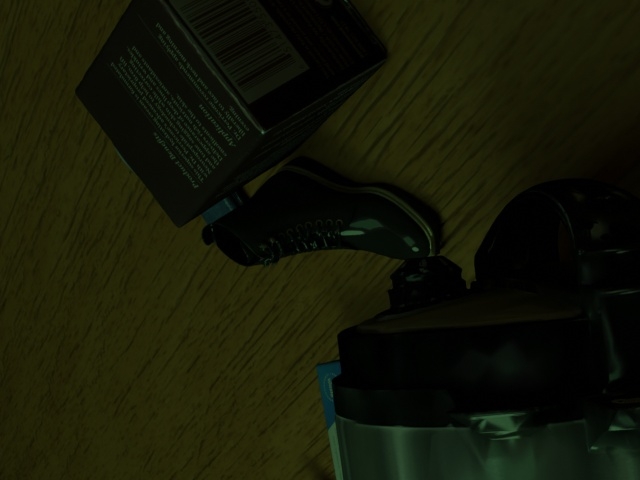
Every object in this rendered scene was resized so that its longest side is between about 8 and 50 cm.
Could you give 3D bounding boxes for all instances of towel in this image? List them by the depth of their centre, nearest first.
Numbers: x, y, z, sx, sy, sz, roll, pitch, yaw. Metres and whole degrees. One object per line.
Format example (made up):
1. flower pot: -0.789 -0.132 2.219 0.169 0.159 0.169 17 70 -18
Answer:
1. towel: -0.120 -0.057 1.416 0.119 0.029 0.067 54 144 -1

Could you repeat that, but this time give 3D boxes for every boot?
1. boot: 0.000 0.000 1.237 0.198 0.137 0.077 19 131 37

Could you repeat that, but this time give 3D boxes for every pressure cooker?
1. pressure cooker: 0.195 0.165 0.919 0.370 0.375 0.420 -10 88 42

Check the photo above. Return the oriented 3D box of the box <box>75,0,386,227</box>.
1. box: -0.085 -0.151 1.186 0.168 0.167 0.203 53 144 2

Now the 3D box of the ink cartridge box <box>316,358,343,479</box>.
1. ink cartridge box: 0.102 0.169 1.273 0.231 0.078 0.134 -16 83 52
